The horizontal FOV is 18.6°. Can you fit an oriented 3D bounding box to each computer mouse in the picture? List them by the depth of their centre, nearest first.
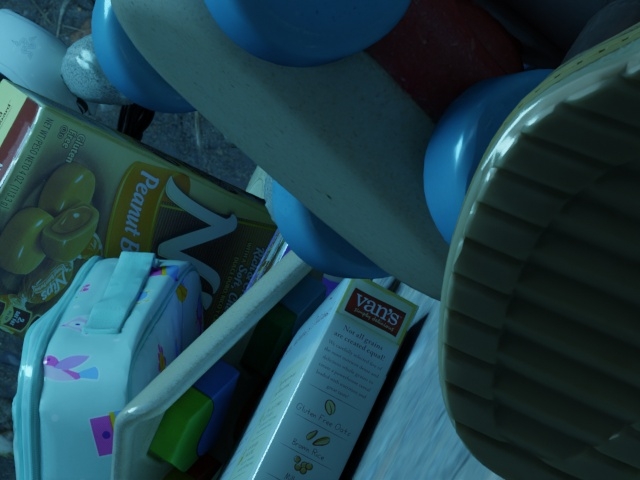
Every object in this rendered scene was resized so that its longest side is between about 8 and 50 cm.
[{"bbox_3d":[-0.216,-0.121,1.653,0.042,0.193,0.106,4,60,46],"label":"computer mouse"}]

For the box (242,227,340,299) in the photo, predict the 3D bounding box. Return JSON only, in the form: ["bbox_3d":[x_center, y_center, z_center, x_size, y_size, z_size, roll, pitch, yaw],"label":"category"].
[{"bbox_3d":[0.000,0.000,1.419,0.293,0.057,0.201,-63,5,-5],"label":"box"}]

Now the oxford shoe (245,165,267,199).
[{"bbox_3d":[-0.116,0.039,1.885,0.397,0.146,0.140,-63,4,-16],"label":"oxford shoe"}]

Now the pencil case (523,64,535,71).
[{"bbox_3d":[0.102,-0.181,0.951,0.306,0.133,0.119,124,159,-59],"label":"pencil case"}]

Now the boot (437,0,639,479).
[{"bbox_3d":[0.127,-0.065,0.496,0.248,0.090,0.207,-63,-9,27],"label":"boot"}]

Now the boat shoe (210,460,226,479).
[{"bbox_3d":[-0.060,0.177,1.174,0.133,0.042,0.049,-60,-20,8],"label":"boat shoe"}]

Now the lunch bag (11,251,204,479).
[{"bbox_3d":[-0.156,0.133,1.492,0.279,0.108,0.224,-72,-21,-72],"label":"lunch bag"}]

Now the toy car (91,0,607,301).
[{"bbox_3d":[0.058,-0.118,0.765,0.238,0.210,0.219,-50,13,-13],"label":"toy car"}]

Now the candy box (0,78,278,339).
[{"bbox_3d":[-0.168,0.012,1.648,0.087,0.316,0.183,35,98,52],"label":"candy box"}]

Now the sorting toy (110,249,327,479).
[{"bbox_3d":[-0.057,0.103,1.171,0.193,0.038,0.208,-44,-18,-35],"label":"sorting toy"}]

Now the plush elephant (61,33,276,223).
[{"bbox_3d":[-0.039,-0.181,1.707,0.330,0.272,0.255,-64,-4,-7],"label":"plush elephant"}]

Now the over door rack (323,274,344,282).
[{"bbox_3d":[0.021,-0.157,1.213,0.239,0.108,0.324,134,139,-70],"label":"over door rack"}]

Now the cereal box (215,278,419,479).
[{"bbox_3d":[-0.034,0.146,1.024,0.240,0.047,0.173,-63,4,-20],"label":"cereal box"}]
